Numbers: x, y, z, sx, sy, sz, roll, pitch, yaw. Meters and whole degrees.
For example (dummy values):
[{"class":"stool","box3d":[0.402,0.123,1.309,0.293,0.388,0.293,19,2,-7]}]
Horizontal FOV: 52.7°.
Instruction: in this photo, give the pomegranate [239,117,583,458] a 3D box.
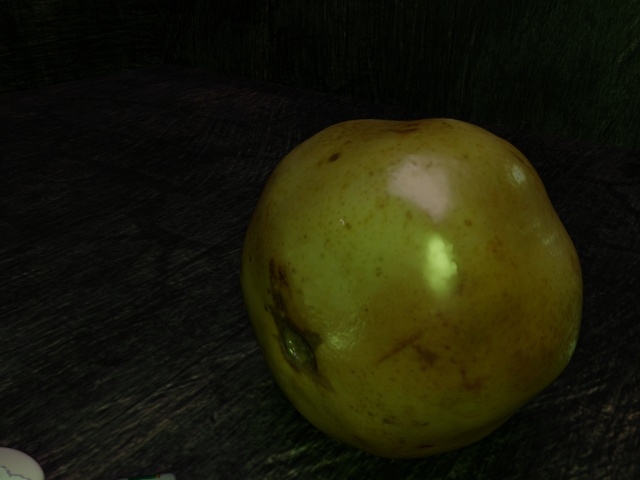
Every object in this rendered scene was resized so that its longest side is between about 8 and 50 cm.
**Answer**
[{"class":"pomegranate","box3d":[0.102,0.044,0.782,0.417,0.416,0.416,2,26,-1]}]

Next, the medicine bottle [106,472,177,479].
[{"class":"medicine bottle","box3d":[-0.204,0.275,0.629,0.130,0.080,0.080,-3,26,-10]}]

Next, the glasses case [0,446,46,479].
[{"class":"glasses case","box3d":[-0.389,0.295,0.581,0.113,0.075,0.297,14,28,27]}]
